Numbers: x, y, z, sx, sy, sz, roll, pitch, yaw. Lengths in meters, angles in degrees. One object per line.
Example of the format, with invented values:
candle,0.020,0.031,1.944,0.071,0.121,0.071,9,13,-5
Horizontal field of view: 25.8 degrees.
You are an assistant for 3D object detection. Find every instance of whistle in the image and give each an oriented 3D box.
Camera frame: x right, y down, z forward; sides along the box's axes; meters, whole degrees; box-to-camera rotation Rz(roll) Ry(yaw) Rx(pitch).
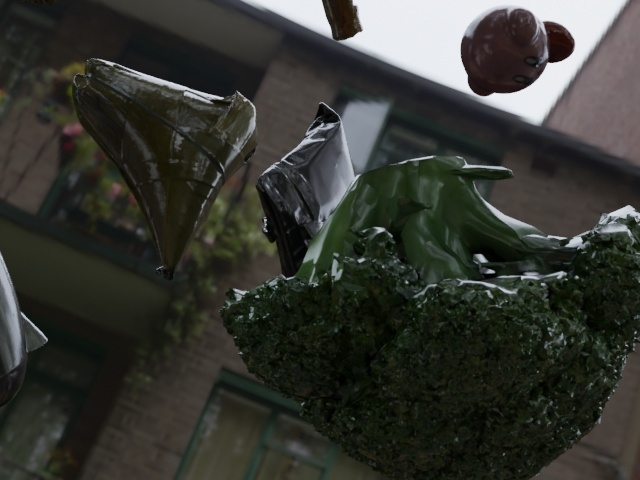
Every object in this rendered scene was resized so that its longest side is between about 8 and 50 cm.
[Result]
whistle,0.001,-0.339,1.610,0.107,0.057,0.220,20,-52,69

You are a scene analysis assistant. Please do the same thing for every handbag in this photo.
handbag,0.000,0.000,1.594,0.089,0.211,0.254,-4,-62,25

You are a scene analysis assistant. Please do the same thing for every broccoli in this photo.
broccoli,0.130,0.083,1.305,0.413,0.310,0.321,-14,-45,6

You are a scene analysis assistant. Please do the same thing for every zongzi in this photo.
zongzi,-0.220,-0.084,1.652,0.228,0.256,0.115,18,-27,12

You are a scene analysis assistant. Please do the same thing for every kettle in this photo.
kettle,-0.524,0.123,1.973,0.207,0.251,0.271,-26,-85,26

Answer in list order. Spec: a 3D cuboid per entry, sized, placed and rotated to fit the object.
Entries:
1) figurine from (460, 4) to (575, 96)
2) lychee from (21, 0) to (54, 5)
figurine,0.139,-0.143,1.058,0.067,0.071,0.083,53,-57,17
lychee,-0.426,-0.461,1.981,0.270,0.320,0.270,20,-41,18
